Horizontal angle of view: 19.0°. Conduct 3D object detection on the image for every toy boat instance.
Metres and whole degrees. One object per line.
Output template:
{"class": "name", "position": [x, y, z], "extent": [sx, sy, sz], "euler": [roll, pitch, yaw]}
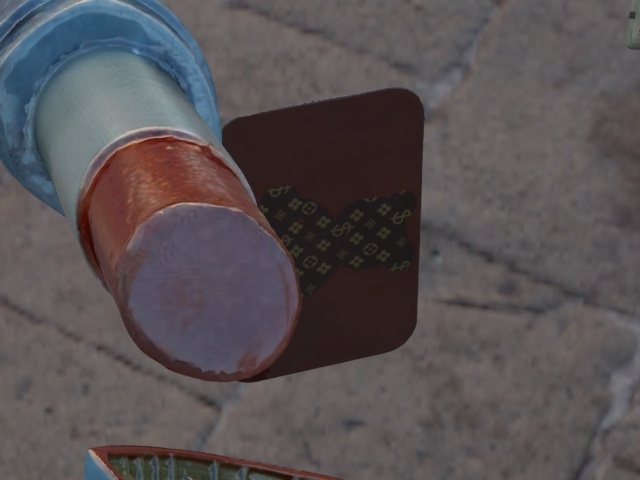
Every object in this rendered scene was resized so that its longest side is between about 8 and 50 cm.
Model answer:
{"class": "toy boat", "position": [-0.045, 0.238, 1.615], "extent": [0.136, 0.392, 0.079], "euler": [41, 105, 40]}

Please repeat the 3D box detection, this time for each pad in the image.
{"class": "pad", "position": [0.000, 0.000, 1.574], "extent": [0.181, 0.267, 0.004], "euler": [-11, 37, -15]}

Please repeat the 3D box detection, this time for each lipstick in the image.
{"class": "lipstick", "position": [-0.054, -0.031, 0.494], "extent": [0.061, 0.068, 0.274], "euler": [-35, 24, -1]}

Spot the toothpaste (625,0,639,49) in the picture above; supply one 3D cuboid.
{"class": "toothpaste", "position": [0.239, -0.144, 1.239], "extent": [0.029, 0.048, 0.197], "euler": [5, 7, -13]}
